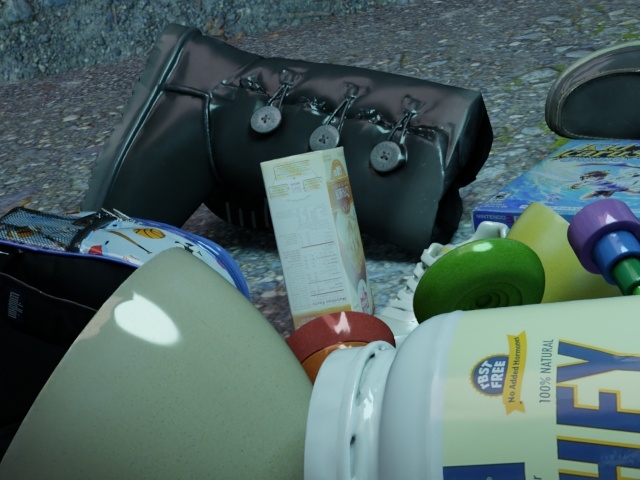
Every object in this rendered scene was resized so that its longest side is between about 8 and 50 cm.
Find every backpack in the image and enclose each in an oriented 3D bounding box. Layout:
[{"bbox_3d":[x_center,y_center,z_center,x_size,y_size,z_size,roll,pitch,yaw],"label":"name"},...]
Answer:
[{"bbox_3d":[-0.192,0.097,1.279,0.263,0.277,0.213,10,27,22],"label":"backpack"}]

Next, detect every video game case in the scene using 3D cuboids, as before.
[{"bbox_3d":[0.354,-0.052,1.605,0.269,0.061,0.244,4,24,40],"label":"video game case"}]

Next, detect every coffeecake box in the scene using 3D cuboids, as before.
[{"bbox_3d":[0.000,0.000,1.446,0.068,0.186,0.142,-11,4,11],"label":"coffeecake box"}]

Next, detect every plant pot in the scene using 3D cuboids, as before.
[{"bbox_3d":[0.218,0.043,1.356,0.095,0.134,0.134,-41,24,-5],"label":"plant pot"},{"bbox_3d":[-0.095,0.174,1.017,0.191,0.284,0.284,30,32,9],"label":"plant pot"}]

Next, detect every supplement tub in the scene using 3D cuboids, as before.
[{"bbox_3d":[0.173,0.154,0.882,0.324,0.235,0.235,-7,20,18],"label":"supplement tub"}]

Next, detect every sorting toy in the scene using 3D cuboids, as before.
[{"bbox_3d":[0.137,0.093,1.230,0.365,0.127,0.126,-26,43,6],"label":"sorting toy"}]

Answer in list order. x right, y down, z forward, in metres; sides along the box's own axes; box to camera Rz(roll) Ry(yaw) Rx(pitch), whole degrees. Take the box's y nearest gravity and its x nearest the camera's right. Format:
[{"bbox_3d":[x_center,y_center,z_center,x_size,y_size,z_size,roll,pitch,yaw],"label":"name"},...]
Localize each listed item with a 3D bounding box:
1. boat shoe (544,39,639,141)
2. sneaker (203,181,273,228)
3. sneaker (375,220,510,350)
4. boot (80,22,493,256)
[{"bbox_3d":[0.468,-0.186,1.769,0.355,0.132,0.130,-9,24,-9],"label":"boat shoe"},{"bbox_3d":[-0.027,-0.080,1.888,0.281,0.106,0.162,13,25,31],"label":"sneaker"},{"bbox_3d":[0.116,0.057,1.403,0.228,0.092,0.087,-28,26,-35],"label":"sneaker"},{"bbox_3d":[-0.048,-0.057,1.705,0.445,0.367,0.146,17,-7,17],"label":"boot"}]
